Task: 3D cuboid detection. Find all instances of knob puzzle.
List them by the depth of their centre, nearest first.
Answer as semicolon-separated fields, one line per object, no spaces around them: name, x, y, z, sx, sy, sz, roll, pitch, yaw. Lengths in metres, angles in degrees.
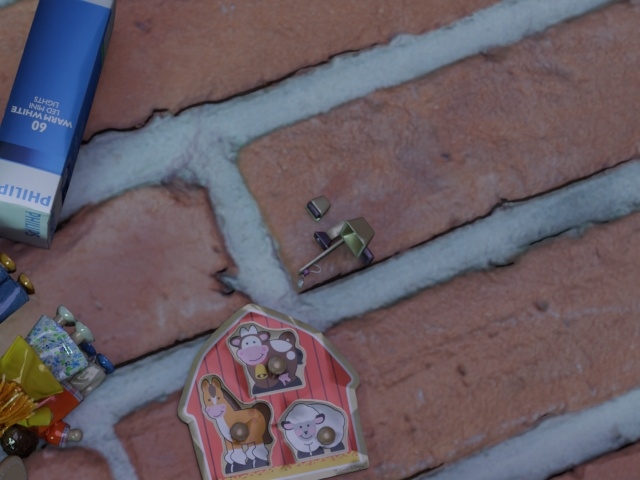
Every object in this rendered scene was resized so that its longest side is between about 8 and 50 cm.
knob puzzle;-0.052;0.156;1.993;0.213;0.030;0.213;2;74;-7

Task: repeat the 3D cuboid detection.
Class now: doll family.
doll family;-0.334;0.105;1.919;0.263;0.118;0.163;42;73;5

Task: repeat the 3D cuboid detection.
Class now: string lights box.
string lights box;-0.275;-0.135;1.990;0.077;0.133;0.259;15;72;-4

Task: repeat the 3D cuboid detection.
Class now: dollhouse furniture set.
dollhouse furniture set;0.000;0.000;2.004;0.081;0.114;0.091;-36;84;-12

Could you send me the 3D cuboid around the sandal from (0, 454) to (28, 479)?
sandal;-0.292;0.315;1.850;0.079;0.088;0.240;2;50;21
